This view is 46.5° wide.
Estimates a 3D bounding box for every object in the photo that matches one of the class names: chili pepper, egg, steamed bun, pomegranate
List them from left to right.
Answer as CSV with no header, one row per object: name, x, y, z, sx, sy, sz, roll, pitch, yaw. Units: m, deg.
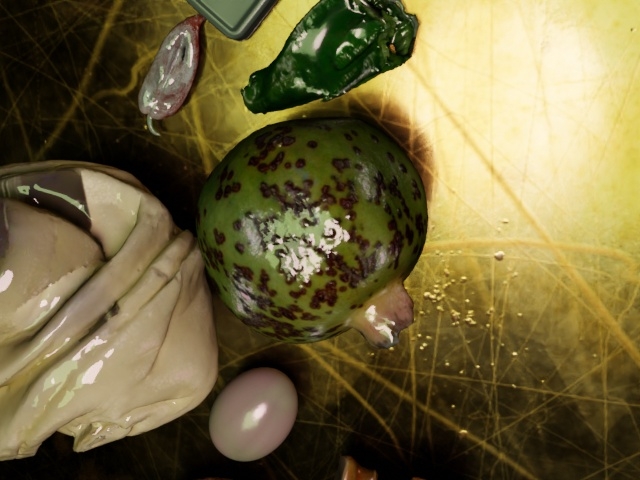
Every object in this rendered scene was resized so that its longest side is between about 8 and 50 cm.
steamed bun,-0.310,0.058,0.817,0.394,0.237,0.346,20,67,27
chili pepper,-0.175,-0.194,0.873,0.050,0.041,0.153,14,117,-38
egg,-0.085,0.221,0.955,0.103,0.103,0.135,37,108,-1
pomegranate,0.000,0.000,0.790,0.254,0.254,0.270,-42,78,21
chili pepper,0.002,-0.206,0.821,0.216,0.062,0.108,-25,95,19

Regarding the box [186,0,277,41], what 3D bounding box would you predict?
box,-0.112,-0.291,0.831,0.126,0.031,0.091,43,112,-5

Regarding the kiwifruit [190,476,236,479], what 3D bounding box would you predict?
kiwifruit,-0.142,0.427,0.991,0.196,0.196,0.234,5,102,11

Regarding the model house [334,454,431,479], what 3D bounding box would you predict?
model house,0.116,0.402,0.945,0.229,0.219,0.199,11,69,3
